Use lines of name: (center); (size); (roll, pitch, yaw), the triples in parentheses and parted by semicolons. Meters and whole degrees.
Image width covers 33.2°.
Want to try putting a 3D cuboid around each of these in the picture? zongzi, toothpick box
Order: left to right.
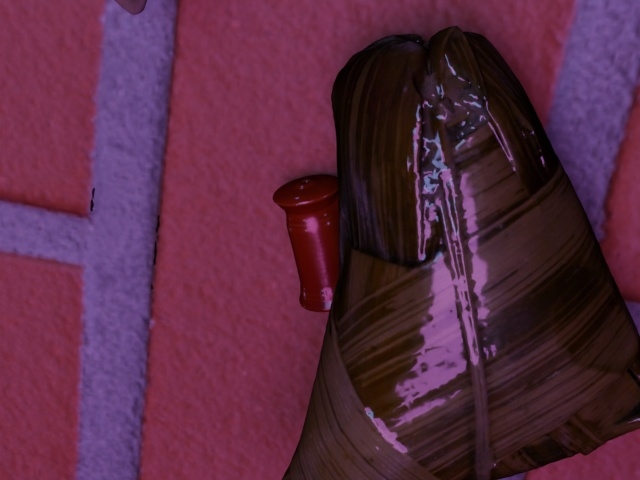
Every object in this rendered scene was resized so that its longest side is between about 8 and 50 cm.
toothpick box: (0.000, 0.000, 0.699); (0.047, 0.047, 0.083); (-9, 113, 12)
zongzi: (0.028, 0.049, 0.646); (0.288, 0.134, 0.286); (-28, 105, 2)

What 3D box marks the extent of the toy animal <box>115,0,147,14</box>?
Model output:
toy animal: (-0.071, -0.260, 0.534); (0.165, 0.149, 0.248); (42, 106, -15)
